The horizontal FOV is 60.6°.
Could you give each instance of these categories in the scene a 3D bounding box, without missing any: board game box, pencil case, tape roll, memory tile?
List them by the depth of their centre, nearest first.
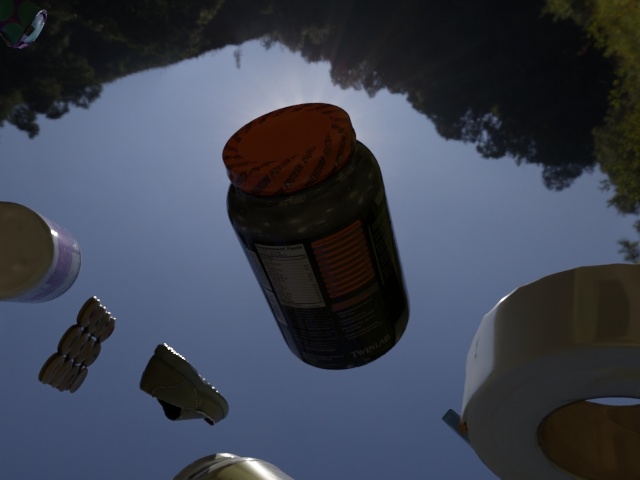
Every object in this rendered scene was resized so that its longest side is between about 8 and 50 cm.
[{"bbox_3d":[0.288,0.158,0.534,0.286,0.286,0.100,16,-137,7],"label":"tape roll"},{"bbox_3d":[-0.301,0.136,0.693,0.012,0.148,0.113,27,-112,0],"label":"memory tile"},{"bbox_3d":[-0.441,-0.319,0.710,0.151,0.070,0.064,35,172,-26],"label":"pencil case"},{"bbox_3d":[0.381,0.476,1.213,0.039,0.160,0.211,-47,-150,-6],"label":"board game box"}]

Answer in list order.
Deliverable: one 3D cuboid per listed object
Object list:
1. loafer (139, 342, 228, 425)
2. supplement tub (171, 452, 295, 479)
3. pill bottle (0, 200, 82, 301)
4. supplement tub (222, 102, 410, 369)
[{"bbox_3d":[-0.243,0.270,0.962,0.094,0.251,0.087,26,-116,34],"label":"loafer"},{"bbox_3d":[-0.087,0.451,0.766,0.235,0.236,0.324,-24,-165,-33],"label":"supplement tub"},{"bbox_3d":[-0.549,0.033,1.026,0.169,0.301,0.169,1,-97,-11],"label":"pill bottle"},{"bbox_3d":[0.000,0.000,0.424,0.116,0.190,0.117,-11,-143,9],"label":"supplement tub"}]
